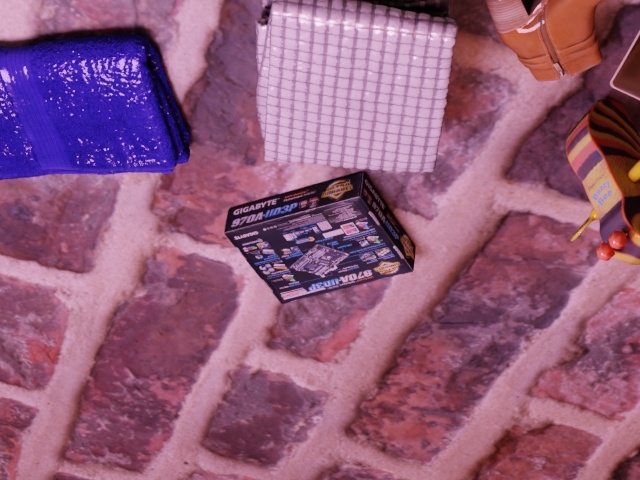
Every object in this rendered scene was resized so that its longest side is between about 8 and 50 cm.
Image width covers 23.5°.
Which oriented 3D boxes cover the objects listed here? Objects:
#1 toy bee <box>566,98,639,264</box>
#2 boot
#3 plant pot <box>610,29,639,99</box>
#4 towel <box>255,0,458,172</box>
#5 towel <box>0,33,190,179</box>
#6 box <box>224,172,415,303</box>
[{"bbox_3d":[0.384,-0.044,1.865,0.162,0.298,0.195,-14,133,-39],"label":"toy bee"},{"bbox_3d":[0.305,-0.262,1.808,0.197,0.073,0.152,-6,138,34],"label":"boot"},{"bbox_3d":[0.418,-0.224,1.801,0.109,0.096,0.109,25,139,2],"label":"plant pot"},{"bbox_3d":[0.042,-0.211,1.873,0.235,0.121,0.284,7,142,3],"label":"towel"},{"bbox_3d":[-0.343,-0.163,2.018,0.308,0.076,0.227,-4,140,14],"label":"towel"},{"bbox_3d":[0.000,0.000,2.177,0.220,0.051,0.175,-15,135,25],"label":"box"}]
